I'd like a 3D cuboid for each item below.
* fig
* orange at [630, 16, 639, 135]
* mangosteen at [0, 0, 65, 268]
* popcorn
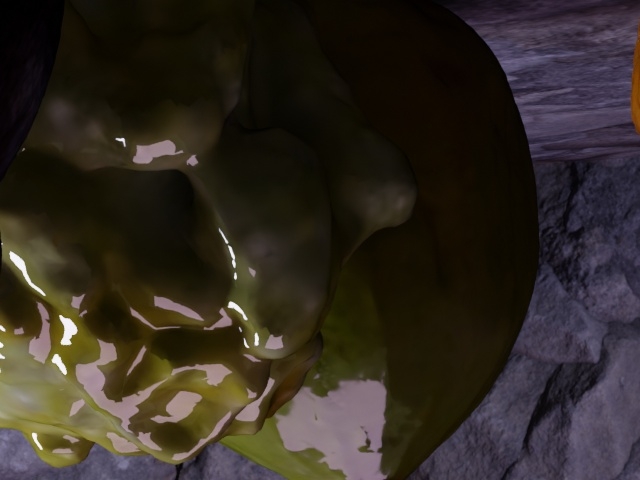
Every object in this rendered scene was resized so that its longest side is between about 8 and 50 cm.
[{"bbox_3d":[-0.007,-0.001,1.037,0.343,0.343,0.343,-4,178,0],"label":"fig"},{"bbox_3d":[0.251,-0.104,0.800,0.161,0.193,0.193,13,179,6],"label":"orange"},{"bbox_3d":[-0.181,-0.046,0.383,0.287,0.288,0.233,-6,-161,29],"label":"mangosteen"},{"bbox_3d":[-0.116,-0.044,0.711,0.312,0.312,0.312,-4,178,0],"label":"popcorn"}]
